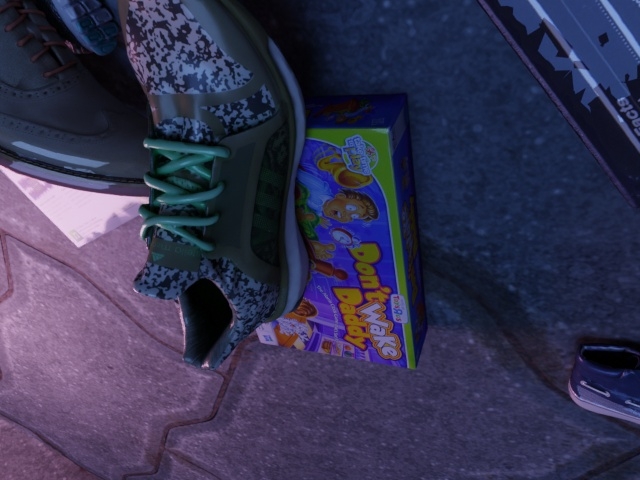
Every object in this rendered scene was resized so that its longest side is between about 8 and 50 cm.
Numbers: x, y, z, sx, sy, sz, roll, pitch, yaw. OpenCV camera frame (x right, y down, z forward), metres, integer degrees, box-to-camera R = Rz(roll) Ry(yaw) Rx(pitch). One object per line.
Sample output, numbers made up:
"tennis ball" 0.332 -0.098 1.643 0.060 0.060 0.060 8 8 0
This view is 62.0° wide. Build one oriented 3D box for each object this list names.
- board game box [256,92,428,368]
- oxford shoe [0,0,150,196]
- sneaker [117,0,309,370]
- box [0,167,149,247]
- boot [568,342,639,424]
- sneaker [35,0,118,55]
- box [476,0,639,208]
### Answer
"board game box" 0.000 0.000 0.657 0.233 0.078 0.347 4 130 23
"oxford shoe" -0.316 -0.176 0.552 0.396 0.140 0.147 26 120 -7
"sneaker" -0.106 -0.029 0.498 0.158 0.182 0.411 7 130 20
"box" -0.373 -0.150 0.724 0.232 0.058 0.322 -19 119 36
"boot" 0.397 0.176 0.624 0.189 0.069 0.086 6 133 24
"sneaker" -0.294 -0.275 0.573 0.076 0.065 0.167 -1 126 31
"box" 0.227 -0.227 0.275 0.296 0.183 0.294 46 132 -14
